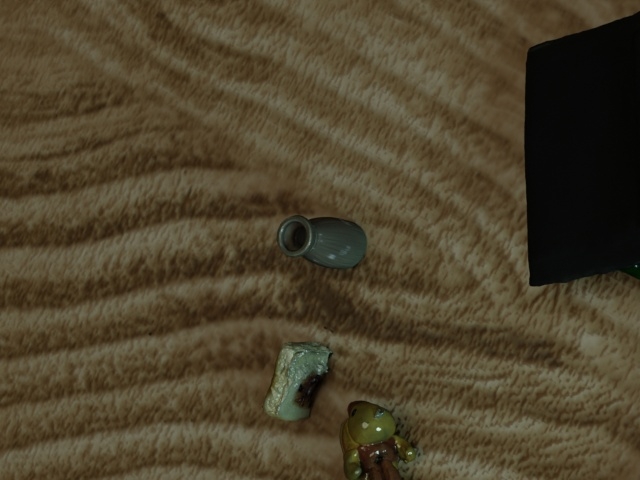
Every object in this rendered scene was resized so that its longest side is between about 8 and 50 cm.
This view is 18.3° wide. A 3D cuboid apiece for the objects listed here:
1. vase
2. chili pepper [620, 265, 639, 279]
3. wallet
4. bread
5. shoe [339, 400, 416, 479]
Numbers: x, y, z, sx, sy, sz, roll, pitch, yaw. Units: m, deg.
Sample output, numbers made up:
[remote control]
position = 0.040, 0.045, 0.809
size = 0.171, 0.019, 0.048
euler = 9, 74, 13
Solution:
[vase]
position = 0.000, 0.000, 2.039
size = 0.053, 0.101, 0.053
euler = -5, 81, 33
[chili pepper]
position = 0.347, -0.049, 1.846
size = 0.216, 0.062, 0.108
euler = -34, 68, 23
[wallet]
position = 0.307, -0.099, 1.809
size = 0.323, 0.041, 0.247
euler = -16, 67, 48
[bread]
position = -0.026, 0.145, 2.057
size = 0.035, 0.070, 0.083
euler = 25, 98, 32
[shoe]
position = 0.059, 0.217, 1.998
size = 0.069, 0.072, 0.109
euler = 161, 115, -70
